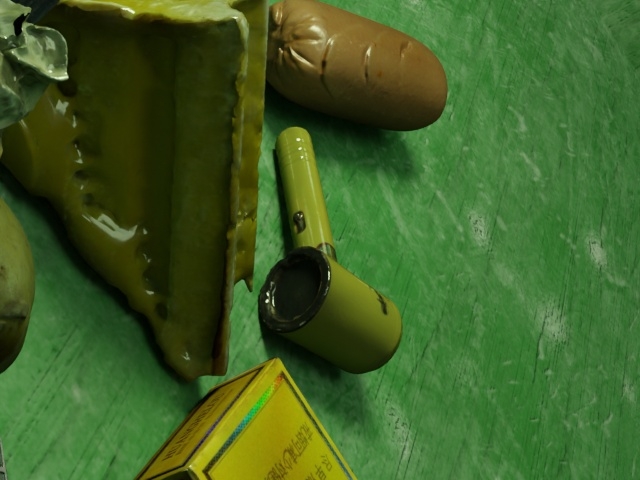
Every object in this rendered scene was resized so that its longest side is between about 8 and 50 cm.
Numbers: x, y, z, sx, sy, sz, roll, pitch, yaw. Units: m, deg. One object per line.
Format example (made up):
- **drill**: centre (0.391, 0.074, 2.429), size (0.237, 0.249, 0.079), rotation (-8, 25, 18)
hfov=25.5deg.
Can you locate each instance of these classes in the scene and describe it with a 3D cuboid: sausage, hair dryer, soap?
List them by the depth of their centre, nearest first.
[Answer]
- **soap**: centre (-0.208, -0.067, 1.217), size (0.169, 0.304, 0.339), rotation (-64, 161, -63)
- **hair dryer**: centre (0.000, 0.000, 1.461), size (0.135, 0.090, 0.279), rotation (32, 35, -42)
- **sausage**: centre (0.036, -0.200, 1.636), size (0.304, 0.121, 0.121), rotation (9, 58, -57)

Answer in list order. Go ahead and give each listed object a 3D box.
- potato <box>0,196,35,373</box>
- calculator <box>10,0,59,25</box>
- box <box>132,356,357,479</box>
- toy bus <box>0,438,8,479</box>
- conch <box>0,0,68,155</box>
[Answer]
- **potato**: centre (-0.294, 0.001, 0.891), size (0.262, 0.165, 0.165), rotation (37, 38, -38)
- **calculator**: centre (-0.272, -0.156, 0.985), size (0.021, 0.262, 0.161), rotation (33, -24, 22)
- **box**: centre (-0.020, 0.274, 1.187), size (0.301, 0.084, 0.193), rotation (58, 30, -9)
- **toy bus**: centre (-0.233, 0.191, 0.961), size (0.052, 0.037, 0.131), rotation (18, 52, -55)
- **conch**: centre (-0.283, -0.106, 0.751), size (0.291, 0.159, 0.210), rotation (-2, 56, -12)
